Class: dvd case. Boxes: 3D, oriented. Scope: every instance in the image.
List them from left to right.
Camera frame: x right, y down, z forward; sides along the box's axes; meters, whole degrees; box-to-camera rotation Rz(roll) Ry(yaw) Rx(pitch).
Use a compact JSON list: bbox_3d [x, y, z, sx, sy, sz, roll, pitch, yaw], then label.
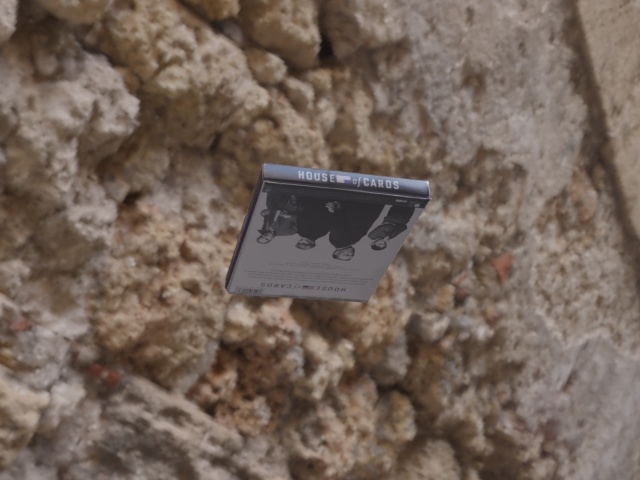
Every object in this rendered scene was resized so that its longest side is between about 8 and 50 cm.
[{"bbox_3d":[0.000,0.000,1.100,0.179,0.030,0.239,5,-31,-13],"label":"dvd case"}]
